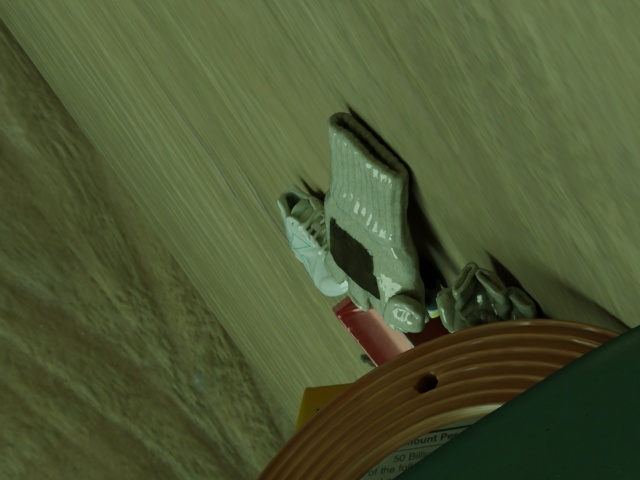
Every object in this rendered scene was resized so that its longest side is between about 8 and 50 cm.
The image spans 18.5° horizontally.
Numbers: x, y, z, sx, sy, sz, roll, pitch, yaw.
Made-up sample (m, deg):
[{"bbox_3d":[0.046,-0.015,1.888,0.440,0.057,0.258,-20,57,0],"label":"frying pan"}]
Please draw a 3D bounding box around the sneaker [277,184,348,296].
[{"bbox_3d":[0.000,0.000,1.620,0.061,0.053,0.152,58,170,-28],"label":"sneaker"}]

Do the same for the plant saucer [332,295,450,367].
[{"bbox_3d":[0.118,0.133,1.581,0.259,0.047,0.258,52,172,2],"label":"plant saucer"}]

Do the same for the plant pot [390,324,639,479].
[{"bbox_3d":[0.167,0.146,0.668,0.293,0.235,0.293,50,173,9],"label":"plant pot"}]

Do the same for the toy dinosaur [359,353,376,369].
[{"bbox_3d":[0.102,0.177,1.920,0.183,0.053,0.092,58,-171,8],"label":"toy dinosaur"}]

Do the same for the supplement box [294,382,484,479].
[{"bbox_3d":[0.084,0.266,1.164,0.195,0.194,0.357,58,-147,-38],"label":"supplement box"}]

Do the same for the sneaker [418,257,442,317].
[{"bbox_3d":[0.064,0.019,1.448,0.083,0.031,0.035,43,157,23],"label":"sneaker"}]

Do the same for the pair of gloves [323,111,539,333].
[{"bbox_3d":[0.078,0.045,1.333,0.240,0.042,0.204,47,163,22],"label":"pair of gloves"}]

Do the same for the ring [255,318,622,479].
[{"bbox_3d":[0.074,0.189,1.040,0.032,0.336,0.336,48,176,-39],"label":"ring"}]
